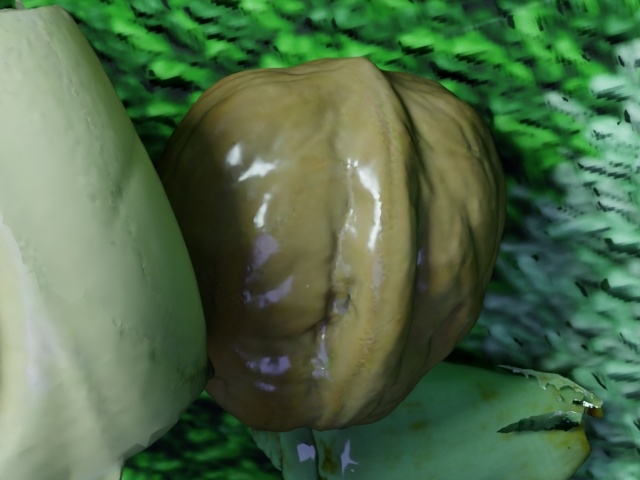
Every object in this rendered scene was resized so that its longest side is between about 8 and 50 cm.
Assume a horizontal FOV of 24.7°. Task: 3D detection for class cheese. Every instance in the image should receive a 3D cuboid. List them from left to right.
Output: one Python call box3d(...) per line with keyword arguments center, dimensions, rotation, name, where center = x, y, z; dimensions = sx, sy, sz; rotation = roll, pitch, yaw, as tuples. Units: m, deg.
box3d(center=(-0.147, -0.013, 0.557), dimensions=(0.127, 0.266, 0.233), rotation=(-27, 101, -21), name="cheese")

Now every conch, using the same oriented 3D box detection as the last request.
box3d(center=(0.051, 0.103, 0.716), dimensions=(0.170, 0.079, 0.106), rotation=(2, 138, 1), name="conch")

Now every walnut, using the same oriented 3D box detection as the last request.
box3d(center=(0.000, 0.000, 0.617), dimensions=(0.166, 0.149, 0.167), rotation=(-11, 122, -19), name="walnut")
